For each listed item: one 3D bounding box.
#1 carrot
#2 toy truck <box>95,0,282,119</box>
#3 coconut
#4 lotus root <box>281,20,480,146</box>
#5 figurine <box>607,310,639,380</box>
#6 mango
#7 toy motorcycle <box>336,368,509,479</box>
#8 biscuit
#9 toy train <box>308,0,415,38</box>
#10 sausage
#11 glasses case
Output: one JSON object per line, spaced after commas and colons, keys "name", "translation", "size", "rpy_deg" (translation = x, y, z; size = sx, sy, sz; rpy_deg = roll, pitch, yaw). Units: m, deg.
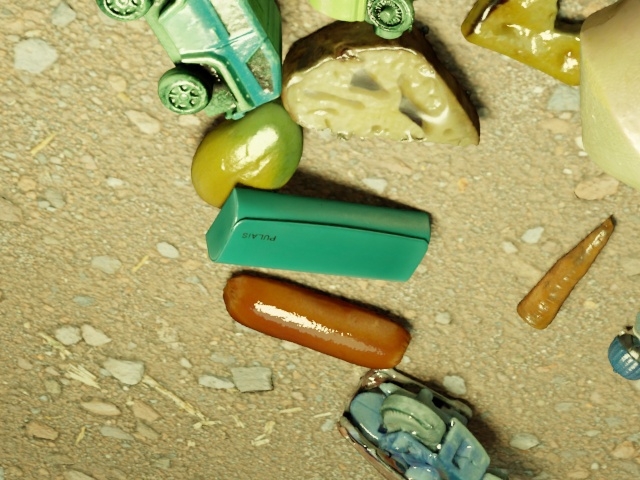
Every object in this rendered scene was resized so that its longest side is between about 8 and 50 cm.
{"name": "carrot", "translation": [0.360, 0.044, 2.000], "size": [0.057, 0.057, 0.224], "rpy_deg": [22, 133, -13]}
{"name": "toy truck", "translation": [-0.152, -0.282, 1.677], "size": [0.156, 0.155, 0.279], "rpy_deg": [-18, 131, 16]}
{"name": "coconut", "translation": [0.439, -0.173, 1.576], "size": [0.309, 0.297, 0.297], "rpy_deg": [-27, 126, 30]}
{"name": "lotus root", "translation": [0.078, -0.201, 1.774], "size": [0.261, 0.074, 0.170], "rpy_deg": [4, 135, 6]}
{"name": "figurine", "translation": [0.488, 0.149, 2.069], "size": [0.086, 0.087, 0.149], "rpy_deg": [44, 140, 20]}
{"name": "mango", "translation": [-0.097, -0.116, 1.892], "size": [0.130, 0.092, 0.194], "rpy_deg": [26, 127, -14]}
{"name": "toy motorcycle", "translation": [0.175, 0.334, 2.294], "size": [0.182, 0.241, 0.319], "rpy_deg": [-45, 116, -3]}
{"name": "biscuit", "translation": [0.280, -0.272, 1.680], "size": [0.183, 0.039, 0.174], "rpy_deg": [24, 134, -15]}
{"name": "toy train", "translation": [0.054, -0.350, 1.603], "size": [0.157, 0.105, 0.253], "rpy_deg": [18, 137, 12]}
{"name": "sausage", "translation": [-0.007, 0.125, 2.133], "size": [0.300, 0.083, 0.089], "rpy_deg": [17, 149, -5]}
{"name": "glasses case", "translation": [0.001, 0.000, 1.940], "size": [0.301, 0.070, 0.117], "rpy_deg": [7, 141, -24]}
